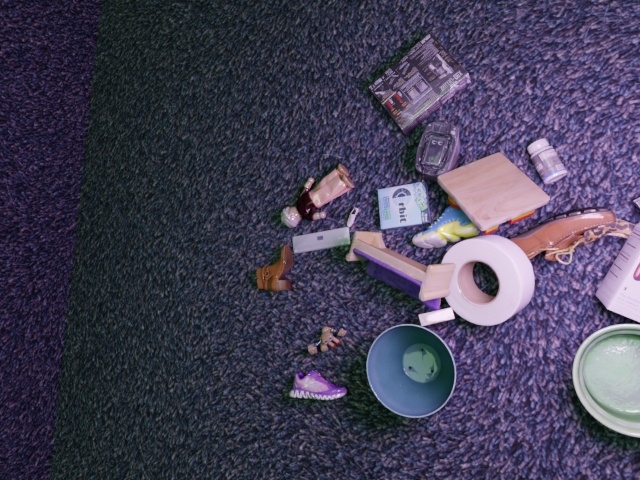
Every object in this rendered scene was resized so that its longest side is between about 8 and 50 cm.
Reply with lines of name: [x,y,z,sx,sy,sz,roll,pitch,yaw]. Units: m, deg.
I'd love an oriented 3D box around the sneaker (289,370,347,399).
sneaker: [-0.011,0.555,1.710,0.236,0.095,0.105,-5,73,25]

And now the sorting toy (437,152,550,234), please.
sorting toy: [0.565,-0.149,1.488,0.256,0.090,0.256,-22,53,-10]

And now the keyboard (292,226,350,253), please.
keyboard: [0.000,0.000,1.823,0.255,0.014,0.072,-10,74,23]

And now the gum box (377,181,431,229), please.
gum box: [0.315,-0.128,1.678,0.184,0.041,0.157,-8,79,24]

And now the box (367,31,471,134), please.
box: [0.372,-0.596,1.697,0.307,0.076,0.243,-39,69,15]

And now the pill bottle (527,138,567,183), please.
pill bottle: [0.749,-0.264,1.477,0.078,0.078,0.137,-27,72,19]

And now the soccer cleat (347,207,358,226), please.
soccer cleat: [0.125,-0.093,1.763,0.029,0.035,0.083,30,96,25]

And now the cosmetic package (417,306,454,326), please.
cosmetic package: [0.391,0.262,1.510,0.114,0.060,0.041,-14,74,5]

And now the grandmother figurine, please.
grandmother figurine: [-0.024,-0.161,1.813,0.342,0.104,0.208,-34,43,20]

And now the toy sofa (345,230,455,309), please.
toy sofa: [0.263,0.103,1.542,0.362,0.150,0.177,28,109,43]

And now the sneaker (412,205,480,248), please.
sneaker: [0.445,-0.051,1.597,0.239,0.091,0.126,-11,60,23]

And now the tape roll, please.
tape roll: [0.533,0.127,1.447,0.286,0.100,0.287,15,111,45]

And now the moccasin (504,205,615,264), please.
moccasin: [0.714,0.010,1.385,0.379,0.139,0.147,-30,79,35]

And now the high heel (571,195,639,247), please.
high heel: [0.921,0.008,1.362,0.261,0.093,0.186,-35,80,20]

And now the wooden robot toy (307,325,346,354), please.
wooden robot toy: [0.026,0.376,1.742,0.173,0.076,0.079,-40,34,15]

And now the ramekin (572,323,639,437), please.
ramekin: [0.891,0.391,1.283,0.303,0.148,0.304,-4,81,25]

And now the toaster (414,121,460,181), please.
toaster: [0.423,-0.301,1.594,0.129,0.146,0.227,15,89,26]

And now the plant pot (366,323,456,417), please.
plant pot: [0.324,0.429,1.511,0.289,0.195,0.291,-4,81,24]

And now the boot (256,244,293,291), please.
boot: [-0.197,0.116,1.865,0.152,0.073,0.197,-1,80,29]

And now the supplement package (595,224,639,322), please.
supplement package: [0.928,0.098,1.270,0.138,0.134,0.244,23,108,12]
